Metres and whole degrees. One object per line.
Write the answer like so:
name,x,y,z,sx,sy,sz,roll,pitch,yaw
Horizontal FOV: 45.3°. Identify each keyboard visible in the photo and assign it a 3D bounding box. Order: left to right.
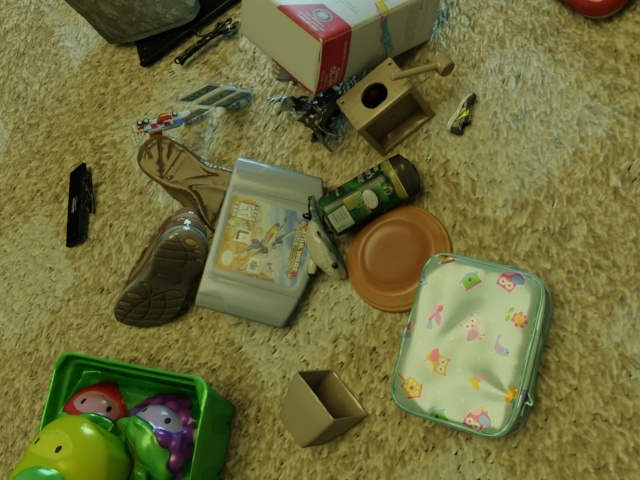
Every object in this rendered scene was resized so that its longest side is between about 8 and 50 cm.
keyboard,-0.549,-0.082,1.770,0.100,0.038,0.192,-22,64,45
keyboard,-0.290,-0.496,1.759,0.317,0.033,0.201,-31,56,17

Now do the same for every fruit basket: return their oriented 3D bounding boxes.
fruit basket,-0.380,0.353,1.349,0.392,0.392,0.283,4,77,28

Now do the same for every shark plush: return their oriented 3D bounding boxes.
shark plush,0.000,0.000,1.412,0.073,0.067,0.161,-38,73,41

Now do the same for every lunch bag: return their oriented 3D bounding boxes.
lunch bag,-0.430,-0.581,1.713,0.287,0.235,0.169,4,66,35
lunch bag,0.247,0.173,1.228,0.224,0.108,0.279,13,83,24

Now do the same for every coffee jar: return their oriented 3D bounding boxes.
coffee jar,0.091,-0.085,1.385,0.184,0.096,0.079,-29,99,6

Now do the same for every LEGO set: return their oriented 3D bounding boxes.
LEGO set,-0.279,-0.254,1.604,0.244,0.182,0.060,-21,88,24

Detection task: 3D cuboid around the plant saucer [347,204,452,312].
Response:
plant saucer,0.135,0.029,1.373,0.200,0.037,0.200,-9,70,25

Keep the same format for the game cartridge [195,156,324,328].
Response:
game cartridge,-0.102,0.005,1.446,0.198,0.062,0.297,14,82,6

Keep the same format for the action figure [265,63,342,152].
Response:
action figure,-0.037,-0.300,1.496,0.141,0.164,0.275,-2,62,-16

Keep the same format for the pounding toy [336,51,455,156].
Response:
pounding toy,0.137,-0.279,1.383,0.206,0.181,0.094,-38,61,12

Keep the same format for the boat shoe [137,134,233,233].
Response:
boat shoe,-0.214,-0.091,1.551,0.341,0.110,0.121,38,83,13

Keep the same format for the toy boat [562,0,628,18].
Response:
toy boat,0.444,-0.498,1.311,0.151,0.151,0.231,-46,60,7

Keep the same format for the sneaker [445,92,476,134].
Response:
sneaker,0.263,-0.228,1.395,0.035,0.031,0.083,35,96,17

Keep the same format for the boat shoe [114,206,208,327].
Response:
boat shoe,-0.311,0.058,1.524,0.324,0.123,0.116,-46,31,35

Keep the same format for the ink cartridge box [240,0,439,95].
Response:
ink cartridge box,0.037,-0.424,1.413,0.306,0.131,0.226,-30,60,-30

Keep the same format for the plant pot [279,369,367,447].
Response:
plant pot,-0.006,0.297,1.328,0.096,0.109,0.109,-52,59,18
